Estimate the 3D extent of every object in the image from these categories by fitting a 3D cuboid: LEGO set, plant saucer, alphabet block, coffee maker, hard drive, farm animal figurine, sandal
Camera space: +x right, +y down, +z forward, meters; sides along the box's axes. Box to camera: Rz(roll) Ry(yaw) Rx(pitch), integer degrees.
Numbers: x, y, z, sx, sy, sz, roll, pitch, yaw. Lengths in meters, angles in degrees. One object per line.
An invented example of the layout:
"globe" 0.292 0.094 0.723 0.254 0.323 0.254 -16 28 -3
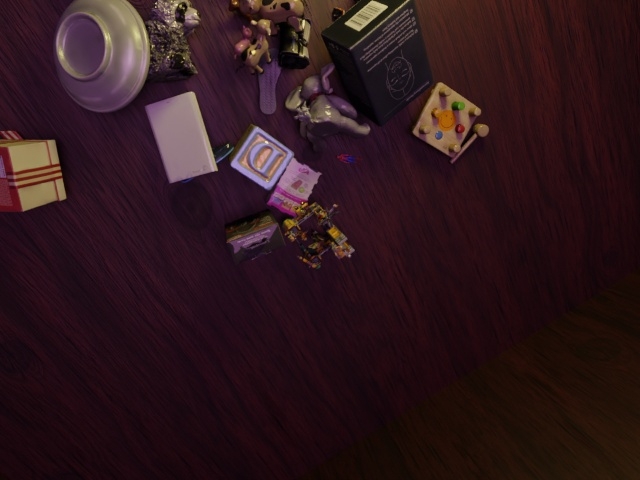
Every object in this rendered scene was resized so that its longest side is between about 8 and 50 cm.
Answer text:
"LEGO set" 0.000 0.000 1.829 0.255 0.192 0.331 -31 129 -9
"plant saucer" -0.776 -0.646 1.394 0.400 0.100 0.401 3 100 15
"alphabet block" -0.248 -0.344 1.685 0.193 0.197 0.192 35 95 -22
"coffee maker" -0.123 -0.771 1.602 0.171 0.120 0.178 2 76 10
"hard drive" -0.545 -0.398 1.611 0.203 0.040 0.308 -13 100 10
"farm animal figurine" -0.197 -0.800 1.470 0.326 0.172 0.330 -17 74 10
"sandal" -0.214 -0.649 1.679 0.097 0.054 0.255 8 109 -7

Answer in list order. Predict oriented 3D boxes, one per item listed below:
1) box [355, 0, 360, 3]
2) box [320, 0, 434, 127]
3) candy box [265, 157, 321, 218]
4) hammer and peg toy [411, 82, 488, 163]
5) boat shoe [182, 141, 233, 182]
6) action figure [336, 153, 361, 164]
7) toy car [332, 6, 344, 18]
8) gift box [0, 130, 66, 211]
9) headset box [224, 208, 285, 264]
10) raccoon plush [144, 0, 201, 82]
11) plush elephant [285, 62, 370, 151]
"box" 0.224 -1.070 1.598 0.142 0.163 0.247 -7 109 -15
"box" 0.235 -0.709 1.611 0.293 0.212 0.395 -40 141 -1
"candy box" -0.122 -0.236 1.822 0.159 0.071 0.233 27 100 -22
"hammer and peg toy" 0.619 -0.521 1.902 0.361 0.127 0.266 25 99 -21
"boat shoe" -0.478 -0.335 1.676 0.258 0.109 0.089 -35 109 -5
"action figure" 0.128 -0.372 1.871 0.115 0.030 0.038 7 110 -15
"toy car" 0.079 -0.959 1.655 0.040 0.060 0.122 -24 124 -41
"gift box" -1.106 -0.249 1.457 0.276 0.258 0.255 6 108 3
"headset box" -0.280 -0.019 1.729 0.218 0.293 0.110 -21 112 -7
"raccoon plush" -0.642 -0.731 1.460 0.446 0.216 0.299 -12 102 -11
"plush elephant" 0.005 -0.554 1.681 0.330 0.271 0.256 19 62 -52
